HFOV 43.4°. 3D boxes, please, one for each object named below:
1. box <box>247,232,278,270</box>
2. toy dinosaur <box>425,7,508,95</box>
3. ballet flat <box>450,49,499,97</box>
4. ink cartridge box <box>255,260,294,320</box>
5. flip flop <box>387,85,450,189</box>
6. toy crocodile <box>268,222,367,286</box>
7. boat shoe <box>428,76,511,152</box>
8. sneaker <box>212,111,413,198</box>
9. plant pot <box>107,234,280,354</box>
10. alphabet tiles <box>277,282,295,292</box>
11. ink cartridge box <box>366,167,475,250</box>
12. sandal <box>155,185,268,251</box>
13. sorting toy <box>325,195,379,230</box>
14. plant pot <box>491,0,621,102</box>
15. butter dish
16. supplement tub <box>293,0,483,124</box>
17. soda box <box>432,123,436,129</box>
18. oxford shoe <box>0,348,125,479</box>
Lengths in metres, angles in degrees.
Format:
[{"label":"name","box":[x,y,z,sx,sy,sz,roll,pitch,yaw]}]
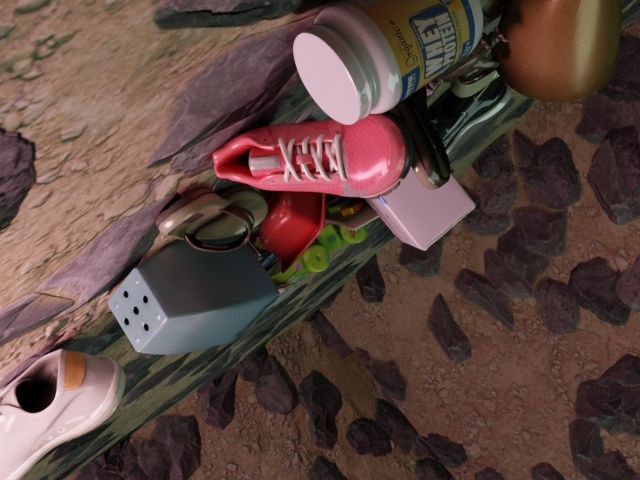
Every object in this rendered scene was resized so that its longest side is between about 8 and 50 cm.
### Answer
[{"label":"box","box":[-0.154,0.048,1.799,0.220,0.051,0.175,-45,170,36]},{"label":"toy dinosaur","box":[0.221,-0.322,1.374,0.160,0.121,0.313,-30,-178,29]},{"label":"ballet flat","box":[0.380,-0.396,1.707,0.248,0.086,0.086,-38,171,0]},{"label":"ink cartridge box","box":[-0.129,0.111,2.112,0.153,0.087,0.208,-37,170,-20]},{"label":"flip flop","box":[0.100,-0.175,1.094,0.080,0.277,0.112,-33,145,26]},{"label":"toy crocodile","box":[0.000,0.000,1.939,0.340,0.105,0.115,-37,-169,-28]},{"label":"boat shoe","box":[0.297,-0.286,1.876,0.302,0.091,0.114,-42,-145,11]},{"label":"sneaker","box":[-0.020,-0.101,1.059,0.313,0.116,0.136,1,-169,45]},{"label":"plant pot","box":[-0.230,0.097,1.387,0.165,0.166,0.234,-45,163,33]},{"label":"alphabet tiles","box":[-0.198,0.150,1.853,0.277,0.021,0.284,-17,180,7]},{"label":"ink cartridge box","box":[0.150,-0.111,1.516,0.129,0.223,0.307,-40,-177,1]},{"label":"sandal","box":[-0.163,-0.021,1.285,0.120,0.086,0.303,-41,171,15]},{"label":"sorting toy","box":[0.098,-0.093,1.870,0.193,0.038,0.208,-29,-160,-16]},{"label":"plant pot","box":[0.439,-0.415,1.435,0.237,0.237,0.254,-37,158,-12]},{"label":"butter dish","box":[-0.069,-0.049,1.486,0.160,0.118,0.160,-49,-152,40]},{"label":"supplement tub","box":[0.081,-0.244,0.975,0.199,0.144,0.144,-37,171,-18]},{"label":"soda box","box":[0.154,-0.199,1.781,0.210,0.067,0.071,-43,171,28]},{"label":"oxford shoe","box":[-0.532,0.318,1.401,0.449,0.169,0.130,-34,132,21]}]
